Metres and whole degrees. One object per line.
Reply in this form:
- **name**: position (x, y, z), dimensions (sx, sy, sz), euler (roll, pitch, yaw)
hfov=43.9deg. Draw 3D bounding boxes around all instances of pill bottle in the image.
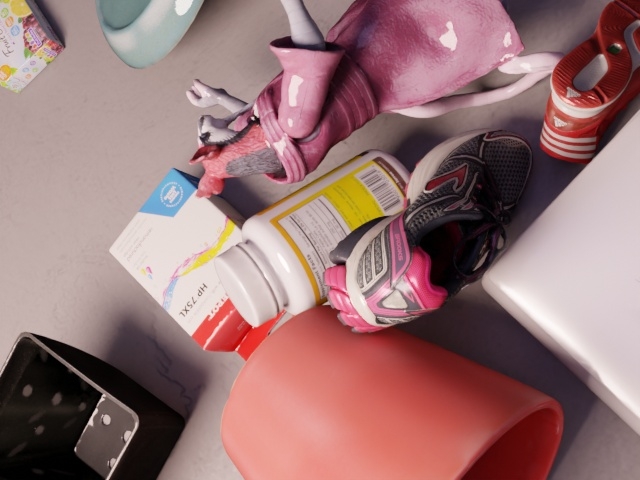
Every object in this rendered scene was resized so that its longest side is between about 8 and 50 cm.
- **pill bottle**: position (0.000, 0.000, 0.834), dimensions (0.215, 0.117, 0.117), euler (-31, 68, -19)

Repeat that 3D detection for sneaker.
- **sneaker**: position (0.294, -0.164, 0.814), dimensions (0.221, 0.128, 0.087), euler (-34, 66, -23)
- **sneaker**: position (0.135, -0.014, 0.760), dimensions (0.112, 0.299, 0.120), euler (-15, 113, 49)

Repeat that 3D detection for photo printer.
- **photo printer**: position (0.346, 0.054, 0.738), dimensions (0.256, 0.107, 0.307), euler (-47, 68, 8)

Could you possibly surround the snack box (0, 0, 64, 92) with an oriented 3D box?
- **snack box**: position (-0.445, -0.299, 1.149), dimensions (0.100, 0.037, 0.141), euler (-40, 69, 12)

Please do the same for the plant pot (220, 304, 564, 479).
- **plant pot**: position (0.054, 0.202, 0.760), dimensions (0.243, 0.275, 0.274), euler (31, 93, 35)

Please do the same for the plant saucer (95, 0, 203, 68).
- **plant saucer**: position (-0.209, -0.374, 0.984), dimensions (0.318, 0.044, 0.317), euler (-17, 68, 49)

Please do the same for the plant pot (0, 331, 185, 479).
- **plant pot**: position (-0.271, 0.232, 0.921), dimensions (0.188, 0.167, 0.188), euler (29, 93, 23)

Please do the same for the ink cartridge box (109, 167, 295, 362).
- **ink cartridge box**: position (-0.124, 0.037, 0.943), dimensions (0.231, 0.078, 0.134), euler (41, 97, 22)

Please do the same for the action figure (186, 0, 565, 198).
- **action figure**: position (0.018, -0.150, 0.833), dimensions (0.370, 0.248, 0.275), euler (-43, 92, -17)
